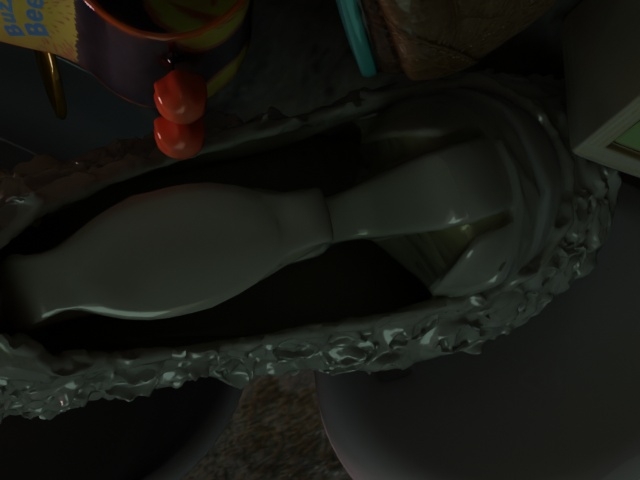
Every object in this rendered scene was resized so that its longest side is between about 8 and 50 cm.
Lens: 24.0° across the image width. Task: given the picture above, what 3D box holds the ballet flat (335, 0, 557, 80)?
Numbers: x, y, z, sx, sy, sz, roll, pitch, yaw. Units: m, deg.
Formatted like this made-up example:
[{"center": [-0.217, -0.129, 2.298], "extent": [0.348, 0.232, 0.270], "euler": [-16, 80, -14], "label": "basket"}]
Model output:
[{"center": [0.022, -0.206, 0.495], "extent": [0.124, 0.116, 0.342], "euler": [-20, 124, 5], "label": "ballet flat"}]

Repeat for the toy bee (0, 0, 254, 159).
[{"center": [-0.089, -0.119, 0.621], "extent": [0.298, 0.162, 0.195], "euler": [-6, 148, 15], "label": "toy bee"}]

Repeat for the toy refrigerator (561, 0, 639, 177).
[{"center": [0.263, -0.060, 0.766], "extent": [0.269, 0.094, 0.102], "euler": [18, 145, -23], "label": "toy refrigerator"}]

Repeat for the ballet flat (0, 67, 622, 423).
[{"center": [0.000, 0.000, 0.693], "extent": [0.409, 0.147, 0.147], "euler": [-15, 156, -26], "label": "ballet flat"}]

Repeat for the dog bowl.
[{"center": [-0.171, 0.028, 0.767], "extent": [0.265, 0.265, 0.104], "euler": [19, 147, -27], "label": "dog bowl"}]

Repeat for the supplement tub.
[{"center": [0.145, 0.127, 0.941], "extent": [0.235, 0.235, 0.325], "euler": [-7, 147, 14], "label": "supplement tub"}]
